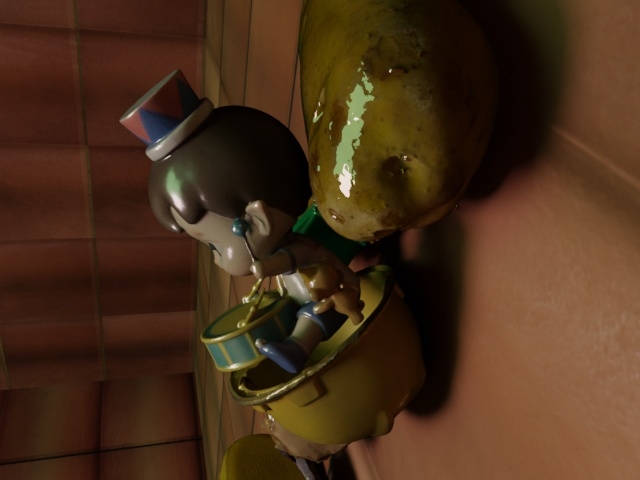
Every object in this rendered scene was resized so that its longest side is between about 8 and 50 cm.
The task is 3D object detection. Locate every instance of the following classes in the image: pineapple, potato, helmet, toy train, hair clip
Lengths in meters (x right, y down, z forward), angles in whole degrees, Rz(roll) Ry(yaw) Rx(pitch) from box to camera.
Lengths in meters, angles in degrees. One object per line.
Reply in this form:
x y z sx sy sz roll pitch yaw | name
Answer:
-0.029 0.193 0.836 0.310 0.141 0.170 -153 56 -78 | pineapple
0.054 -0.158 0.515 0.176 0.195 0.369 -28 44 21 | potato
0.024 0.141 0.604 0.140 0.205 0.257 50 152 -7 | helmet
0.000 0.000 0.686 0.136 0.091 0.227 -58 8 -20 | toy train
0.002 0.378 0.811 0.146 0.056 0.187 73 172 -51 | hair clip

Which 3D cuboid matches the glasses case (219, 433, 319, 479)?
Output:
-0.060 0.487 0.870 0.371 0.173 0.141 -109 25 -50 | glasses case

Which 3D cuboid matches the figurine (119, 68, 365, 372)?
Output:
-0.074 -0.019 0.516 0.161 0.158 0.276 -145 30 -82 | figurine
